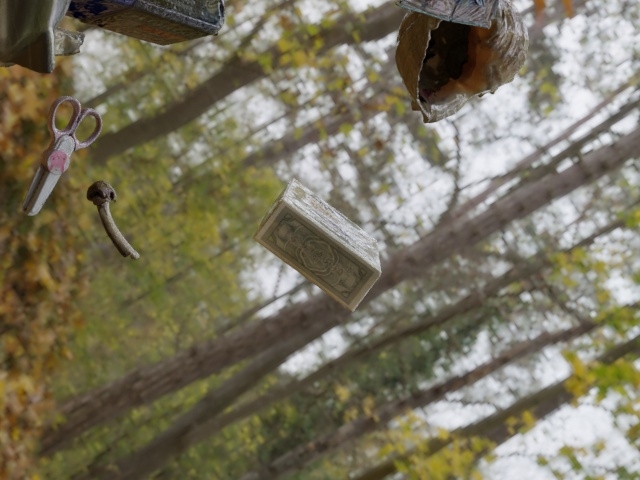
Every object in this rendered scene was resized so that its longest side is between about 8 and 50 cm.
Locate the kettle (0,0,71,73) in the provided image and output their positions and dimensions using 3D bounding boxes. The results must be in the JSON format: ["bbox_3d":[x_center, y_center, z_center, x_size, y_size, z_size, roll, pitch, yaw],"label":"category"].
[{"bbox_3d":[-0.459,-0.385,1.539,0.321,0.228,0.324,39,-33,6],"label":"kettle"}]

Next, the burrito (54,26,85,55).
[{"bbox_3d":[-0.536,-0.388,2.206,0.229,0.058,0.063,9,45,-53],"label":"burrito"}]

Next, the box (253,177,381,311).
[{"bbox_3d":[0.000,0.000,1.625,0.164,0.069,0.256,37,8,-4],"label":"box"}]

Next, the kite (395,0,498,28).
[{"bbox_3d":[0.222,-0.437,1.735,0.011,0.335,0.314,25,-30,38],"label":"kite"}]

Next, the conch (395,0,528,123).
[{"bbox_3d":[0.240,-0.382,2.224,0.210,0.297,0.352,32,-10,36],"label":"conch"}]

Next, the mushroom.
[{"bbox_3d":[-0.445,-0.041,2.519,0.061,0.060,0.187,-112,179,-81],"label":"mushroom"}]

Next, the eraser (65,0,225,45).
[{"bbox_3d":[-0.314,-0.411,1.970,0.332,0.155,0.101,5,82,-54],"label":"eraser"}]

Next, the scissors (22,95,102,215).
[{"bbox_3d":[-0.513,-0.158,2.261,0.030,0.242,0.118,23,-7,43],"label":"scissors"}]
